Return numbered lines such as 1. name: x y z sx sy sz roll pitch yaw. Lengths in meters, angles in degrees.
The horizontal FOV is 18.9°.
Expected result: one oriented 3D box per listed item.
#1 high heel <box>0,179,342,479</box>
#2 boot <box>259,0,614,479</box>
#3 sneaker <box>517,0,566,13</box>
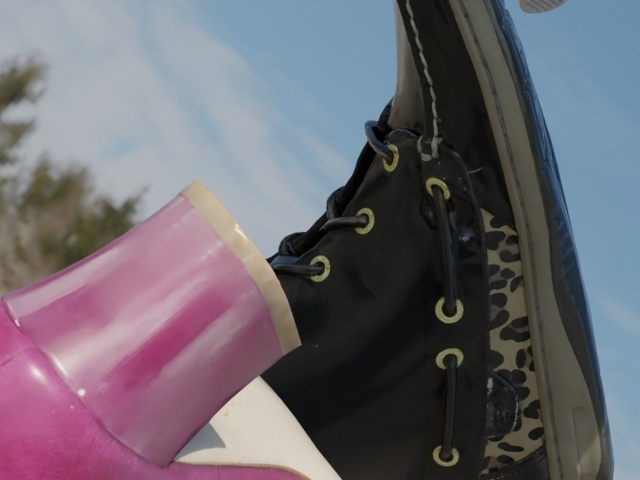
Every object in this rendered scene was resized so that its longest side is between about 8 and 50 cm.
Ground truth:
1. high heel: -0.051 0.080 0.513 0.082 0.117 0.244 49 -12 20
2. boot: 0.000 0.001 0.700 0.085 0.178 0.236 -78 153 -70
3. sneaker: 0.179 -0.240 1.475 0.134 0.051 0.070 108 -27 -49
